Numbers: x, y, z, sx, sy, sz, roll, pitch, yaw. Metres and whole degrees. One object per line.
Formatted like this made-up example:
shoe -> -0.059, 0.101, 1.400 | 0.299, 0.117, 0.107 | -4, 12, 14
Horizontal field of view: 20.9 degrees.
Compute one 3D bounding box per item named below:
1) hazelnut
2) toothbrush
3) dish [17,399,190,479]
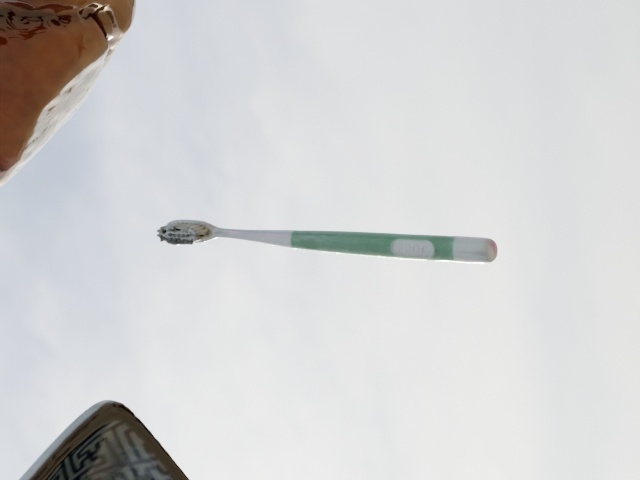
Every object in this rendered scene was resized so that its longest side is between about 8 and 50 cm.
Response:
hazelnut -> -0.369, -0.227, 1.713 | 0.372, 0.315, 0.372 | -10, -71, -32
toothbrush -> 0.000, 0.000, 1.193 | 0.024, 0.257, 0.018 | -23, -66, -62
dish -> -0.103, 0.219, 0.847 | 0.243, 0.080, 0.182 | 53, -122, -21
